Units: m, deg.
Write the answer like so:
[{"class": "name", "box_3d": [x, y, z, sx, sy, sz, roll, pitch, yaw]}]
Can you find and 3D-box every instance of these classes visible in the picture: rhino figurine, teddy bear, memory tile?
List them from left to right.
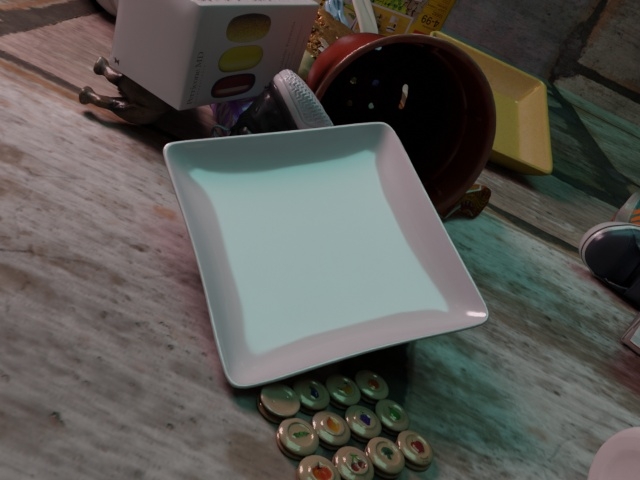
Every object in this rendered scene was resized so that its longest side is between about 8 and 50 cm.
[{"class": "rhino figurine", "box_3d": [-0.239, -0.229, 0.884, 0.106, 0.073, 0.243, 23, 28, 1]}, {"class": "teddy bear", "box_3d": [-0.004, -0.341, 1.195, 0.245, 0.113, 0.338, 24, 36, -27]}, {"class": "memory tile", "box_3d": [0.024, 0.164, 0.536, 0.148, 0.012, 0.113, 1, 38, -38]}]

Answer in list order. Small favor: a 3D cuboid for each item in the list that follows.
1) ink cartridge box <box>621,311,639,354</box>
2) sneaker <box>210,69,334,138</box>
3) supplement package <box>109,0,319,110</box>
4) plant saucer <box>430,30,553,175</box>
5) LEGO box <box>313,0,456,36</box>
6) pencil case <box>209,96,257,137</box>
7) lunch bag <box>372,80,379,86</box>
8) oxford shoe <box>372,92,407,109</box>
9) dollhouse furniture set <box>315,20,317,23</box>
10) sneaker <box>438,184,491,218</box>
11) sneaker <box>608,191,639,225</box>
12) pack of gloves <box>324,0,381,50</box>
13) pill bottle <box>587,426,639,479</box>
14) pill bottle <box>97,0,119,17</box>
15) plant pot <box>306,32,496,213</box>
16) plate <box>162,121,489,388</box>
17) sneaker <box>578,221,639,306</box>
[{"class": "ink cartridge box", "box_3d": [0.560, 0.212, 0.856, 0.275, 0.060, 0.238, 42, 33, 23]}, {"class": "sneaker", "box_3d": [-0.025, -0.072, 0.787, 0.269, 0.153, 0.101, 55, 8, -25]}, {"class": "supplement package", "box_3d": [-0.137, -0.279, 0.817, 0.133, 0.139, 0.244, 34, 35, 19]}, {"class": "plant saucer", "box_3d": [0.378, -0.308, 1.430, 0.332, 0.081, 0.333, 21, 52, -11]}, {"class": "LEGO box", "box_3d": [0.108, -0.702, 1.619, 0.499, 0.373, 0.193, 8, 35, -30]}, {"class": "pencil case", "box_3d": [-0.111, -0.175, 0.884, 0.088, 0.086, 0.206, 42, 11, -40]}, {"class": "lunch bag", "box_3d": [0.136, -0.378, 1.440, 0.067, 0.065, 0.098, 29, 31, 28]}, {"class": "oxford shoe", "box_3d": [0.161, -0.234, 1.248, 0.076, 0.076, 0.212, -13, 42, -7]}, {"class": "dollhouse furniture set", "box_3d": [-0.040, -0.536, 1.507, 0.160, 0.101, 0.182, 32, 29, 8]}, {"class": "sneaker", "box_3d": [0.237, -0.078, 1.049, 0.175, 0.064, 0.067, -1, 30, -45]}, {"class": "sneaker", "box_3d": [0.637, -0.003, 1.224, 0.121, 0.108, 0.302, 38, 39, 17]}, {"class": "pack of gloves", "box_3d": [0.081, -0.488, 1.500, 0.195, 0.046, 0.232, -14, 90, -48]}, {"class": "pill bottle", "box_3d": [0.371, 0.263, 0.554, 0.221, 0.121, 0.121, 22, 30, -9]}, {"class": "pill bottle", "box_3d": [-0.355, -0.549, 1.142, 0.224, 0.224, 0.392, -1, 40, -40]}, {"class": "plant pot", "box_3d": [0.092, -0.202, 0.947, 0.272, 0.273, 0.265, 17, 23, -18]}, {"class": "plate", "box_3d": [0.000, 0.000, 0.635, 0.277, 0.045, 0.277, -10, 60, -22]}, {"class": "sneaker", "box_3d": [0.604, 0.077, 1.040, 0.321, 0.126, 0.127, 25, 26, -4]}]
